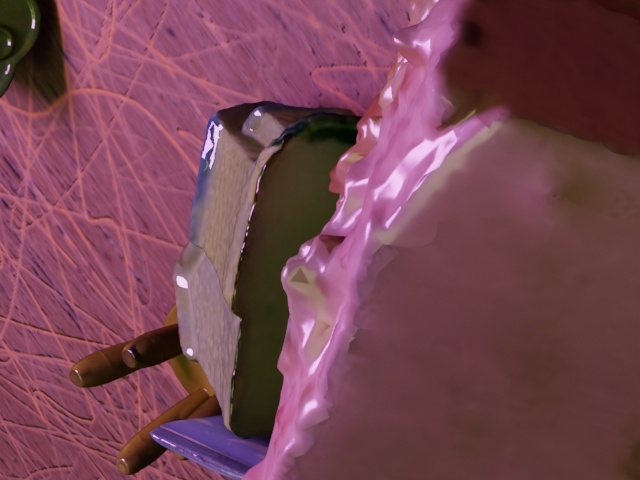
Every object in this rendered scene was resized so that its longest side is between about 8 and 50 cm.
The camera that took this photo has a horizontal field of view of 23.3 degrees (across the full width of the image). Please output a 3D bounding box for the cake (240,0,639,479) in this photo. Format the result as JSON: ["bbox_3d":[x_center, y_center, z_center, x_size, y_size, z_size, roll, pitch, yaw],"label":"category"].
[{"bbox_3d":[0.144,-0.001,0.741,0.293,0.307,0.314,18,126,2],"label":"cake"}]

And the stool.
[{"bbox_3d":[-0.117,0.115,1.246,0.134,0.110,0.135,32,131,29],"label":"stool"}]

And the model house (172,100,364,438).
[{"bbox_3d":[0.000,0.000,1.046,0.189,0.195,0.214,-144,56,-59],"label":"model house"}]

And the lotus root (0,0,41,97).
[{"bbox_3d":[-0.338,-0.195,1.259,0.186,0.186,0.186,24,128,34],"label":"lotus root"}]

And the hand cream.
[{"bbox_3d":[-0.015,0.142,1.063,0.088,0.256,0.055,23,98,26],"label":"hand cream"}]
